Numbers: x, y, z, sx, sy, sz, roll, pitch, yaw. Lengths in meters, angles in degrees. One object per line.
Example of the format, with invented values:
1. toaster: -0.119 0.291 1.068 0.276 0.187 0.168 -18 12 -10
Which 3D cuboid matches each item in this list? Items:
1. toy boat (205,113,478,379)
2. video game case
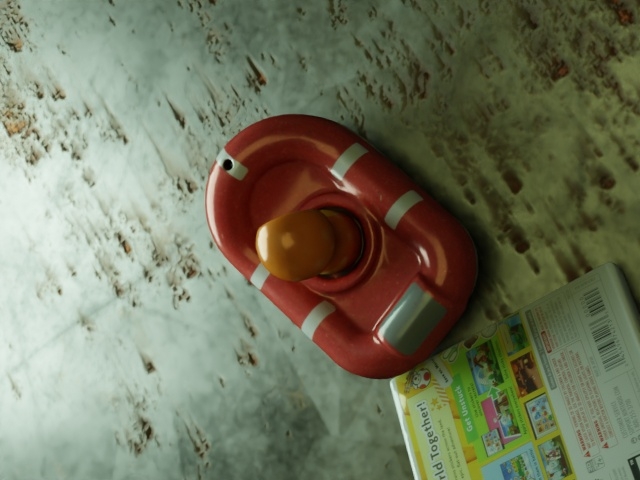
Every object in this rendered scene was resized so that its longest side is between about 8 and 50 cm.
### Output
1. toy boat: 0.000 0.000 1.095 0.231 0.151 0.151 42 106 21
2. video game case: 0.163 0.155 1.031 0.206 0.026 0.227 -31 51 22
